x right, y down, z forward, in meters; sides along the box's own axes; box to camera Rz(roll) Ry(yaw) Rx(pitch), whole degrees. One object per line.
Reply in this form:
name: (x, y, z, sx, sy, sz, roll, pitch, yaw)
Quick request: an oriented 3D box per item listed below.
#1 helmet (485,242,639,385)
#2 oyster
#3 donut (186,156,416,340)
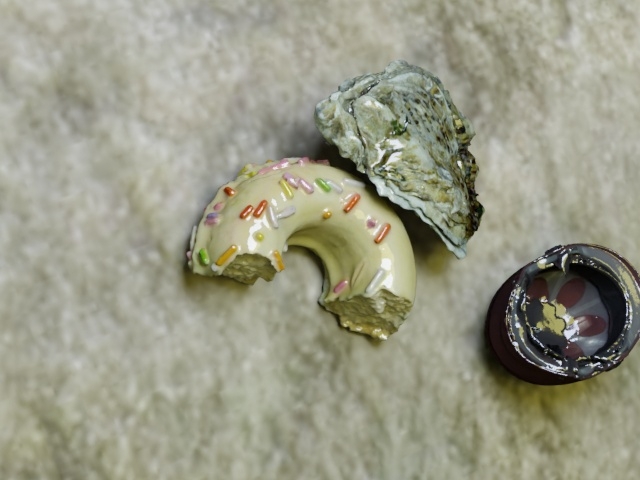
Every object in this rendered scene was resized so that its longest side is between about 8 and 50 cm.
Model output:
helmet: (0.173, 0.059, 1.140, 0.123, 0.070, 0.098, -22, 82, -33)
oyster: (0.063, -0.062, 1.092, 0.177, 0.064, 0.125, 52, 28, -28)
donut: (-0.002, -0.005, 1.063, 0.166, 0.065, 0.108, 20, 71, -24)
